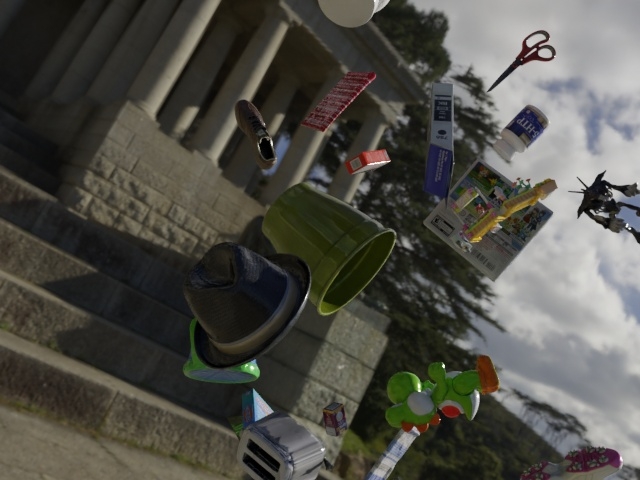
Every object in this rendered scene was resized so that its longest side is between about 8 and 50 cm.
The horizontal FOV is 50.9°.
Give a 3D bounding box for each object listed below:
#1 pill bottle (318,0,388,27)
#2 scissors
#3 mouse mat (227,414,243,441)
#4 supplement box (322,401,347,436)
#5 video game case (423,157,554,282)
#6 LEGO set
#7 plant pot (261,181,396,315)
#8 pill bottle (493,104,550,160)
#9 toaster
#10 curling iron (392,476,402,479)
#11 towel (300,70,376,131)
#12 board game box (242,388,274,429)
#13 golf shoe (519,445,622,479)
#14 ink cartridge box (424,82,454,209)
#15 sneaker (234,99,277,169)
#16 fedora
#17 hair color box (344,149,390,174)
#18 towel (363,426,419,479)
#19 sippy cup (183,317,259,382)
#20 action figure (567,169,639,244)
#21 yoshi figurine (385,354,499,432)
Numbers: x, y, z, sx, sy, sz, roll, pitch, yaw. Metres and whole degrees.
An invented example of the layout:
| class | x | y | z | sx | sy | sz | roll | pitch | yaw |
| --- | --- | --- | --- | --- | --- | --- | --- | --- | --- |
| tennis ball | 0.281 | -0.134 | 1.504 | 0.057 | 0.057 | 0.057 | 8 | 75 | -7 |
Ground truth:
| class | x | y | z | sx | sy | sz | roll | pitch | yaw |
| --- | --- | --- | --- | --- | --- | --- | --- | --- | --- |
| pill bottle | 0.135 | -0.831 | 2.023 | 0.228 | 0.408 | 0.229 | 15 | -36 | 11 |
| scissors | 0.621 | -0.572 | 2.136 | 0.109 | 0.297 | 0.021 | 60 | -11 | 3 |
| mouse mat | -0.229 | 0.677 | 2.431 | 0.189 | 0.007 | 0.153 | -9 | -57 | 17 |
| supplement box | 0.043 | 0.534 | 2.013 | 0.043 | 0.083 | 0.055 | -1 | 14 | 42 |
| video game case | 0.563 | -0.073 | 2.281 | 0.329 | 0.300 | 0.036 | 43 | 7 | 28 |
| LEGO set | 0.427 | -0.093 | 1.639 | 0.107 | 0.287 | 0.132 | 58 | 13 | 22 |
| plant pot | 0.000 | 0.000 | 2.257 | 0.353 | 0.366 | 0.366 | 41 | -6 | 20 |
| pill bottle | 0.703 | -0.375 | 2.367 | 0.112 | 0.187 | 0.112 | 43 | 3 | -3 |
| toaster | -0.096 | 0.522 | 1.640 | 0.227 | 0.129 | 0.146 | 30 | 20 | 33 |
| curling iron | 0.245 | 0.814 | 1.955 | 0.068 | 0.274 | 0.035 | 3 | 19 | 44 |
| towel | 0.062 | -0.485 | 2.337 | 0.031 | 0.275 | 0.199 | 45 | -6 | -26 |
| board game box | -0.181 | 0.588 | 2.093 | 0.160 | 0.047 | 0.210 | 55 | 10 | -27 |
| golf shoe | 0.727 | 0.685 | 1.918 | 0.306 | 0.115 | 0.140 | -32 | -86 | 32 |
| ink cartridge box | 0.311 | -0.252 | 1.763 | 0.065 | 0.333 | 0.165 | 4 | -44 | 5 |
| sneaker | -0.153 | -0.273 | 1.689 | 0.189 | 0.066 | 0.071 | 65 | -23 | -5 |
| fedora | -0.182 | 0.106 | 1.398 | 0.152 | 0.334 | 0.334 | 47 | -20 | -29 |
| hair color box | 0.142 | -0.236 | 2.019 | 0.072 | 0.043 | 0.141 | -27 | -6 | 34 |
| towel | 0.263 | 0.796 | 2.478 | 0.034 | 0.285 | 0.209 | 35 | -9 | 27 |
| sippy cup | -0.307 | 0.323 | 2.145 | 0.239 | 0.224 | 0.305 | 8 | -24 | -13 |
| action figure | 0.858 | -0.097 | 1.941 | 0.275 | 0.164 | 0.141 | 26 | 1 | -15 |
| yoshi figurine | 0.357 | 0.448 | 2.093 | 0.203 | 0.362 | 0.204 | -107 | 174 | -74 |
